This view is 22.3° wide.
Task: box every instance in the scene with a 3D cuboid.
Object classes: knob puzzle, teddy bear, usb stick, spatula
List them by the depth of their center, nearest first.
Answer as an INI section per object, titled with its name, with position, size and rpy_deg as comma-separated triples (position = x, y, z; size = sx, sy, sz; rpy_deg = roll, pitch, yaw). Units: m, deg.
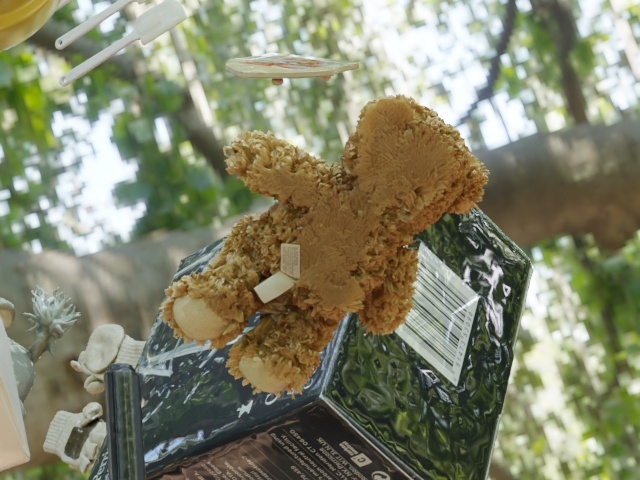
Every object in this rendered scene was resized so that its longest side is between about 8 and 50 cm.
[teddy bear]
position = 0.000, 0.000, 1.552
size = 0.113, 0.245, 0.338
rpy_deg = -90, 25, -73
[usb stick]
position = -0.230, 0.286, 1.946
size = 0.045, 0.278, 0.077
rpy_deg = -8, -24, 3
[spatula]
position = -0.304, -0.338, 2.370
size = 0.242, 0.168, 0.019
rpy_deg = -27, -20, 27
[knob puzzle]
position = -0.062, -0.258, 2.507
size = 0.213, 0.030, 0.213
rpy_deg = 1, 15, 0

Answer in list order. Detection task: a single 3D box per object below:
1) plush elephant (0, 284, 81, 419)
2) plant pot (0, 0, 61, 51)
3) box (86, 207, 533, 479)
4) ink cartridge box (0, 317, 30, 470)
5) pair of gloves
[plush elephant]
position = -0.463, 0.125, 1.902
size = 0.272, 0.255, 0.330
rpy_deg = 12, 60, 54
[plant pot]
position = -0.391, -0.358, 1.779
size = 0.254, 0.254, 0.239
rpy_deg = -15, -10, -17
[box]
position = -0.011, 0.189, 2.200
size = 0.297, 0.480, 0.471
rpy_deg = 42, -48, -22
[ink cartridge box]
position = -0.403, 0.137, 1.379
size = 0.283, 0.207, 0.117
rpy_deg = -19, -57, -6
[pair of gloves]
position = -0.367, 0.250, 2.620
size = 0.042, 0.240, 0.204
rpy_deg = 27, -6, -34
